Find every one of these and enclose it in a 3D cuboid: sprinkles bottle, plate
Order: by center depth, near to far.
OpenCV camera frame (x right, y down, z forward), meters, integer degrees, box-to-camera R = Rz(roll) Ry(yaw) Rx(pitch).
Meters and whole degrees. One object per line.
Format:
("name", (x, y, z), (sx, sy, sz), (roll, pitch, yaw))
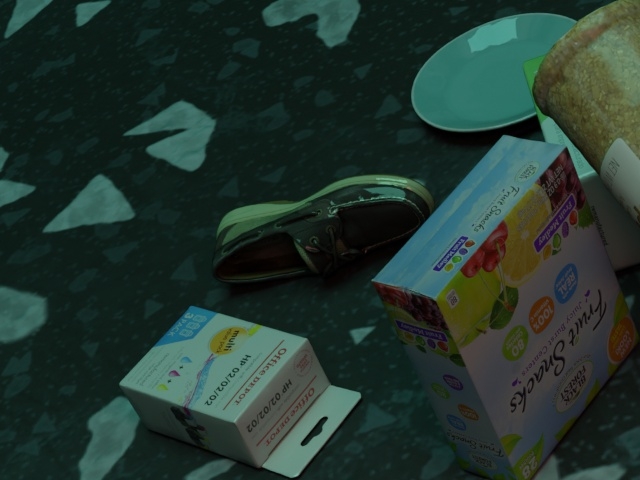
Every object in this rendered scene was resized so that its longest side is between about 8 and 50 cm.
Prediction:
("sprinkles bottle", (0.296, -0.015, 1.277), (0.121, 0.121, 0.355), (-31, 63, -8))
("plate", (0.181, -0.160, 1.775), (0.188, 0.024, 0.188), (-16, 36, 12))

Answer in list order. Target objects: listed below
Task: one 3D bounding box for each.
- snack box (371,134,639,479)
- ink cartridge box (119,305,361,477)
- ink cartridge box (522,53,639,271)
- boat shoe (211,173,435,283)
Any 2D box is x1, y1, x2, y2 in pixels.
("snack box", (0.147, 0.054, 1.367), (0.070, 0.207, 0.174), (15, 53, 42))
("ink cartridge box", (-0.068, 0.126, 1.530), (0.181, 0.061, 0.104), (13, 51, 40))
("ink cartridge box", (0.330, -0.105, 1.537), (0.273, 0.114, 0.198), (-19, 36, 9))
("boat shoe", (-0.001, -0.001, 1.644), (0.224, 0.080, 0.073), (-11, 43, 28))
